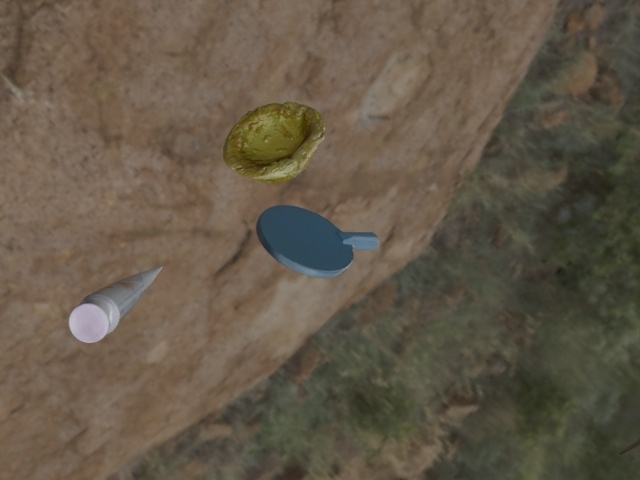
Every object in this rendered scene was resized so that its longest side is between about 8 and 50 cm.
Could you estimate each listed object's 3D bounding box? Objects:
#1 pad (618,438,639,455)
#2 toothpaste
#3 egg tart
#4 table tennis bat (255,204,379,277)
[{"bbox_3d":[0.462,0.188,1.235,0.235,0.003,0.158,-15,159,-46],"label":"pad"},{"bbox_3d":[-0.324,0.094,1.660,0.100,0.066,0.323,-31,-174,8],"label":"toothpaste"},{"bbox_3d":[-0.041,-0.086,0.964,0.105,0.105,0.039,-35,139,-18],"label":"egg tart"},{"bbox_3d":[0.000,0.000,1.086,0.155,0.100,0.019,-1,135,-42],"label":"table tennis bat"}]
